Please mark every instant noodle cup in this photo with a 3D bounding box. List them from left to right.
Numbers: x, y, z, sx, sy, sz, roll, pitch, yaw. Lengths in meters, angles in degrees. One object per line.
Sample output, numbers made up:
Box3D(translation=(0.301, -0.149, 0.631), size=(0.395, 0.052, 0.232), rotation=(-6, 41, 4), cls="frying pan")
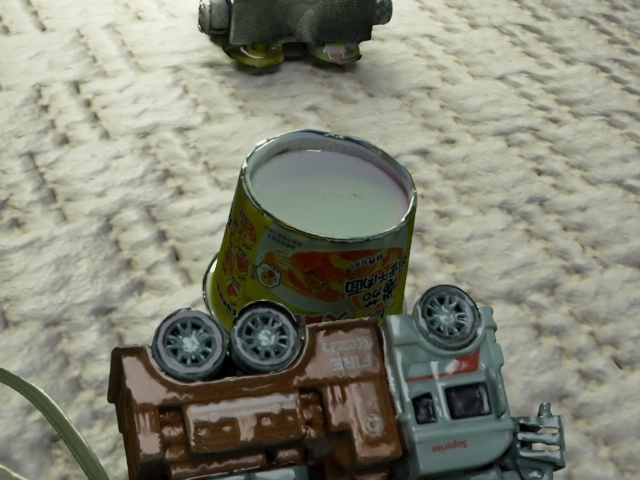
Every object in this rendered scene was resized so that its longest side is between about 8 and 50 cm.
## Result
Box3D(translation=(0.000, 0.000, 0.854), size=(0.205, 0.153, 0.205), rotation=(8, 40, -7), cls="instant noodle cup")

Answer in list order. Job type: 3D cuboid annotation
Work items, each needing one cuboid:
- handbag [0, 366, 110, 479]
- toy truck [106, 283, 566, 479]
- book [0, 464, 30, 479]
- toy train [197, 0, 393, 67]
Box3D(translation=(-0.263, 0.183, 0.641), size=(0.256, 0.079, 0.219), rotation=(37, 39, 26), cls="handbag")
Box3D(translation=(0.017, 0.148, 0.705), size=(0.338, 0.133, 0.184), rotation=(-4, 65, -17), cls="toy truck")
Box3D(translation=(-0.173, 0.314, 0.466), size=(0.264, 0.031, 0.379), rotation=(27, 46, -7), cls="book")
Box3D(translation=(-0.042, -0.324, 1.230), size=(0.261, 0.134, 0.177), rotation=(-5, 43, -20), cls="toy train")
